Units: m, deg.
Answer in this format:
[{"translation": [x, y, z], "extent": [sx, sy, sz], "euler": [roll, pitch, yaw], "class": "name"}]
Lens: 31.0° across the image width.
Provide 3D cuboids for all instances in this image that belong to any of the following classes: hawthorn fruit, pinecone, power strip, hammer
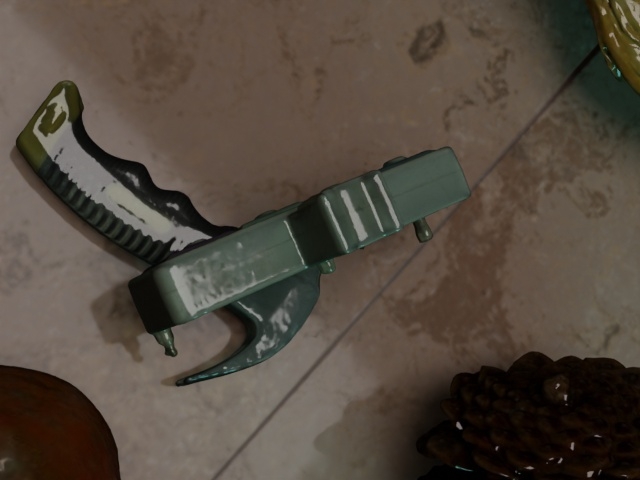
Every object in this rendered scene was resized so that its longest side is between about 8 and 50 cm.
[{"translation": [-0.185, 0.154, 0.649], "extent": [0.149, 0.189, 0.149], "euler": [-2, 109, -5], "class": "hawthorn fruit"}, {"translation": [0.156, 0.175, 0.765], "extent": [0.207, 0.208, 0.208], "euler": [3, 81, -20], "class": "pinecone"}, {"translation": [0.000, 0.000, 0.706], "extent": [0.215, 0.145, 0.061], "euler": [-24, 90, -22], "class": "power strip"}, {"translation": [-0.102, -0.009, 0.769], "extent": [0.226, 0.041, 0.159], "euler": [38, 70, -12], "class": "hammer"}]

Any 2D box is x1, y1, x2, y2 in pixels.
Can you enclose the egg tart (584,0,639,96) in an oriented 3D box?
[{"translation": [0.327, -0.206, 0.907], "extent": [0.315, 0.120, 0.315], "euler": [2, 83, -13], "class": "egg tart"}]
